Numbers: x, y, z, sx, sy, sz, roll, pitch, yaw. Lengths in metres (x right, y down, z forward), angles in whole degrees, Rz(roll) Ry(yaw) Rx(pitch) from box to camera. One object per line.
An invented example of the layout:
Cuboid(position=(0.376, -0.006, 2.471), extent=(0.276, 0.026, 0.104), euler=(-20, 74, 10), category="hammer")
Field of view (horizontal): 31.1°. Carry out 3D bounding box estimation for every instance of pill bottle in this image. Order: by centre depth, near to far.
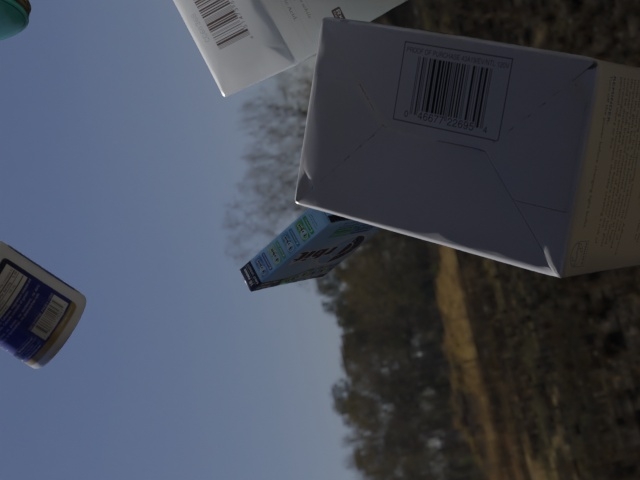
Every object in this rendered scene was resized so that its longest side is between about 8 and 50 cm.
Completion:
Cuboid(position=(-0.395, 0.065, 1.418), extent=(0.186, 0.112, 0.112), euler=(37, -161, -18), category="pill bottle")

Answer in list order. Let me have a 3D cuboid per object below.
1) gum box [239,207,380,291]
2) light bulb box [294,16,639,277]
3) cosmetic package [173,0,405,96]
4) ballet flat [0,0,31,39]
Cuboid(position=(0.000, 0.000, 1.605), extent=(0.157, 0.184, 0.041), euler=(-11, -114, -48), category="gum box")
Cuboid(position=(0.226, -0.113, 1.348), extent=(0.361, 0.358, 0.225), euler=(-5, -72, -52), category="light bulb box")
Cuboid(position=(-0.024, -0.378, 1.619), extent=(0.385, 0.156, 0.217), euler=(-41, -73, -44), category="cosmetic package")
Cuboid(position=(-0.626, -0.399, 1.767), extent=(0.182, 0.164, 0.483), euler=(63, -156, -1), category="ballet flat")
